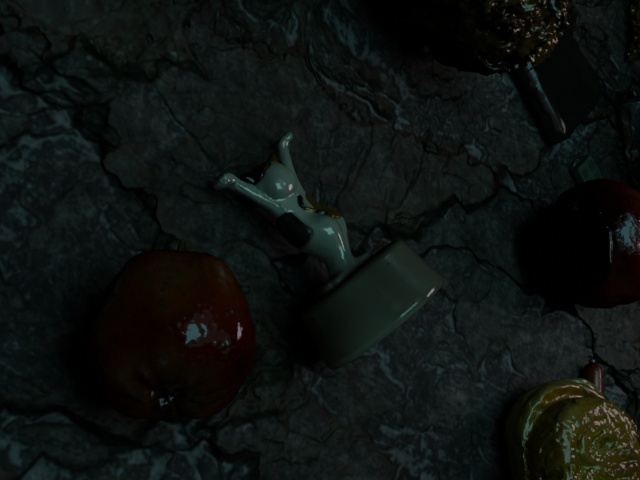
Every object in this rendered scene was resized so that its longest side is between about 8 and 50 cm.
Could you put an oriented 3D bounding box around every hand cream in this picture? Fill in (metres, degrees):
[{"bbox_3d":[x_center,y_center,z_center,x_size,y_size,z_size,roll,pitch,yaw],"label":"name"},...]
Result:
[{"bbox_3d":[0.540,-0.126,2.019,0.075,0.052,0.248,-15,91,-41],"label":"hand cream"}]

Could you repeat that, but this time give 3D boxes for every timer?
[{"bbox_3d":[0.000,0.000,1.475,0.266,0.175,0.175,52,50,1],"label":"timer"}]

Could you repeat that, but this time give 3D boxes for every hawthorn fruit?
[{"bbox_3d":[-0.156,0.084,1.289,0.179,0.179,0.200,19,51,-37],"label":"hawthorn fruit"},{"bbox_3d":[0.423,0.021,1.803,0.251,0.189,0.189,36,58,-38],"label":"hawthorn fruit"}]

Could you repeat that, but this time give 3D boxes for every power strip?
[{"bbox_3d":[0.437,-0.071,1.938,0.051,0.019,0.136,-43,109,-40],"label":"power strip"}]

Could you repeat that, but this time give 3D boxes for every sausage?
[{"bbox_3d":[0.405,0.295,1.818,0.034,0.034,0.253,13,72,-39],"label":"sausage"}]

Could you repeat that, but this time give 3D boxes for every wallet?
[{"bbox_3d":[0.328,-0.313,1.884,0.165,0.042,0.309,-43,109,-37],"label":"wallet"}]

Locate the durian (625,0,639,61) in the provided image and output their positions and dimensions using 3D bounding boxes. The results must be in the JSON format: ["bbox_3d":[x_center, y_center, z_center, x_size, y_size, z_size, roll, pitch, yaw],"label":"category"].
[{"bbox_3d":[0.661,-0.374,2.121,0.260,0.186,0.154,6,82,-53],"label":"durian"}]

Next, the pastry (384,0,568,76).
[{"bbox_3d":[0.210,-0.342,1.635,0.275,0.275,0.193,44,73,-25],"label":"pastry"}]

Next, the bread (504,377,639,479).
[{"bbox_3d":[0.351,0.311,1.707,0.198,0.120,0.236,-8,84,-34],"label":"bread"}]
